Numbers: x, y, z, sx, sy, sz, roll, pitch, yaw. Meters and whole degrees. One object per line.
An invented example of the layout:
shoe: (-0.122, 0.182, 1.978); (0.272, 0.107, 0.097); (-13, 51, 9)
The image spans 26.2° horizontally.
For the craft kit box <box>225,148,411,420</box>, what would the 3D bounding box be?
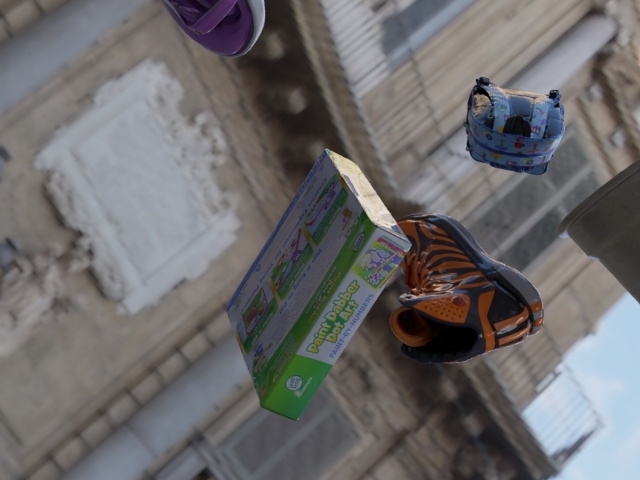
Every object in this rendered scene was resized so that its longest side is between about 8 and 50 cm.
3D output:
craft kit box: (-0.011, 0.045, 1.618); (0.061, 0.249, 0.246); (27, 16, -21)

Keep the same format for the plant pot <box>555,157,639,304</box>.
plant pot: (0.549, 0.017, 1.899); (0.305, 0.334, 0.334); (57, -21, 11)

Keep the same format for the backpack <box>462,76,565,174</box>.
backpack: (0.299, -0.165, 2.133); (0.158, 0.173, 0.116); (11, -62, 1)

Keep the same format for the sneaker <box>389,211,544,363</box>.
sneaker: (0.152, 0.065, 1.961); (0.321, 0.180, 0.124); (33, -44, 49)

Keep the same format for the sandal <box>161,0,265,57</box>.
sandal: (-0.164, -0.341, 1.723); (0.169, 0.102, 0.416); (28, -23, 11)
